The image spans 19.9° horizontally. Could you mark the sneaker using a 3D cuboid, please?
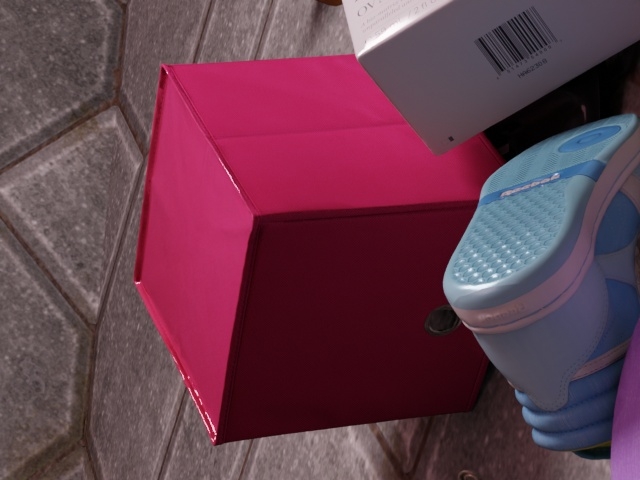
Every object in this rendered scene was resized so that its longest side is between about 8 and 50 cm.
[{"bbox_3d":[0.204,0.045,1.389,0.127,0.208,0.319,-16,19,33],"label":"sneaker"}]

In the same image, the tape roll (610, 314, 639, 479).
[{"bbox_3d":[0.289,0.117,1.150,0.275,0.090,0.274,-168,90,-70],"label":"tape roll"}]

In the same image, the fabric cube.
[{"bbox_3d":[0.000,0.000,1.654,0.259,0.258,0.254,-122,35,-46],"label":"fabric cube"}]

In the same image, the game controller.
[{"bbox_3d":[0.172,-0.062,1.654,0.319,0.067,0.166,150,115,-66],"label":"game controller"}]

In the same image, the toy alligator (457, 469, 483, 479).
[{"bbox_3d":[0.111,0.243,1.644,0.051,0.056,0.189,-41,-10,-41],"label":"toy alligator"}]

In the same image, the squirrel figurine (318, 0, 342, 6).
[{"bbox_3d":[0.013,-0.415,1.813,0.370,0.397,0.281,19,87,58],"label":"squirrel figurine"}]

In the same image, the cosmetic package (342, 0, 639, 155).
[{"bbox_3d":[0.139,-0.233,1.556,0.224,0.138,0.224,-30,38,16],"label":"cosmetic package"}]
